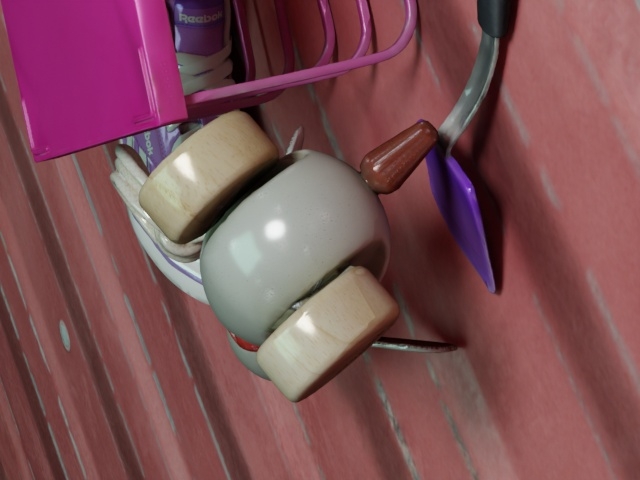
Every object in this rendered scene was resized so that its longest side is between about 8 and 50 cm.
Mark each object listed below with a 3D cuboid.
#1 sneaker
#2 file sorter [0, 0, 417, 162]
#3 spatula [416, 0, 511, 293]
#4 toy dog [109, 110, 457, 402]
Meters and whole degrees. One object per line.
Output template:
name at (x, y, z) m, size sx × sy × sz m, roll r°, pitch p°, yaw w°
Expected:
sneaker at (-0.097, -0.094, 1.480) m, size 0.282 × 0.102 × 0.161 m, roll 64°, pitch 153°, yaw 28°
file sorter at (-0.086, -0.177, 1.283) m, size 0.291 × 0.182 × 0.202 m, roll 174°, pitch 83°, yaw -68°
spatula at (0.086, -0.099, 1.110) m, size 0.084 × 0.030 × 0.296 m, roll -122°, pitch 27°, yaw -44°
toy dog at (0.000, 0.000, 1.216) m, size 0.220 × 0.161 × 0.334 m, roll 55°, pitch 174°, yaw -11°
